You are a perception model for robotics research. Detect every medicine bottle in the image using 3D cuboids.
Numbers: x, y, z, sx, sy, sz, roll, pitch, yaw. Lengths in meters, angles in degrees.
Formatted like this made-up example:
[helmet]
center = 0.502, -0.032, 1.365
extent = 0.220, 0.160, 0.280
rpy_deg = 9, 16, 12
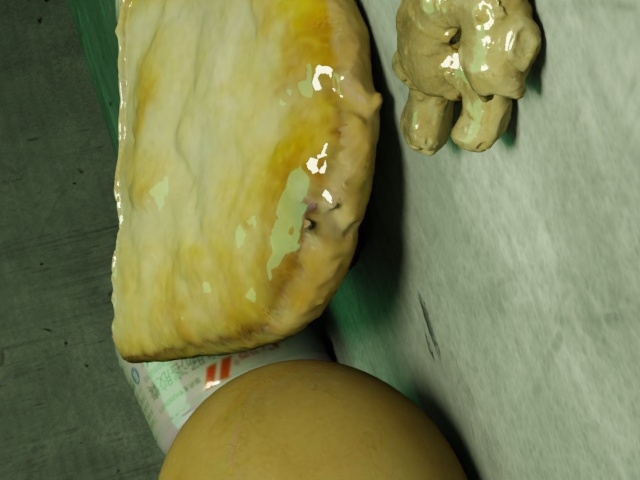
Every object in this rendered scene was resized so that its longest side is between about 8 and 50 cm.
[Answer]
[medicine bottle]
center = -0.094, 0.198, 1.778
extent = 0.302, 0.241, 0.241
rpy_deg = 61, 163, 19

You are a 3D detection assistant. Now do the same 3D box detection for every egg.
[egg]
center = 0.005, 0.290, 1.315
extent = 0.374, 0.301, 0.301
rpy_deg = 61, 163, 21

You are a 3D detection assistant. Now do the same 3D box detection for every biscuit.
[biscuit]
center = -0.082, -0.103, 1.432
extent = 0.446, 0.104, 0.429
rpy_deg = -14, 74, 54

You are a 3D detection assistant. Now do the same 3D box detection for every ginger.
[ginger]
center = 0.094, -0.124, 1.019
extent = 0.258, 0.065, 0.149
rpy_deg = 101, 150, -57

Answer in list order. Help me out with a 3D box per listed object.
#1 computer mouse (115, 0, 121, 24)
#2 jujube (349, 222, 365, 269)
[computer mouse]
center = -0.231, -0.413, 1.982
extent = 0.184, 0.121, 0.296
rpy_deg = 102, 165, -67
[jujube]
center = -0.003, 0.003, 1.502
extent = 0.166, 0.104, 0.104
rpy_deg = 101, 152, -69
